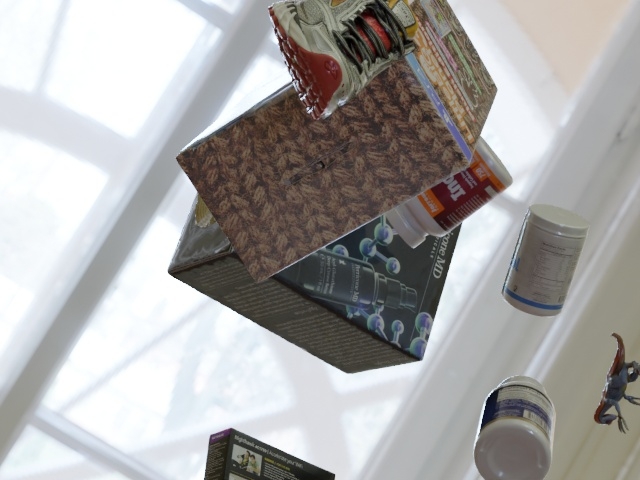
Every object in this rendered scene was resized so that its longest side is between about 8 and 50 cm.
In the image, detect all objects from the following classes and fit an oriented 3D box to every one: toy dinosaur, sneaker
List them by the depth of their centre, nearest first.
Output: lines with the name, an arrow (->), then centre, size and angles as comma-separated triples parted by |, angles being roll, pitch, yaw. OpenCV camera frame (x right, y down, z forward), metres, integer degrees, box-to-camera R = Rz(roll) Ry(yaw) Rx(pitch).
sneaker -> 0.021, -0.157, 1.014 | 0.225, 0.092, 0.088 | -72, 141, -66
toy dinosaur -> 0.301, 0.150, 1.387 | 0.047, 0.082, 0.090 | -4, 59, -49

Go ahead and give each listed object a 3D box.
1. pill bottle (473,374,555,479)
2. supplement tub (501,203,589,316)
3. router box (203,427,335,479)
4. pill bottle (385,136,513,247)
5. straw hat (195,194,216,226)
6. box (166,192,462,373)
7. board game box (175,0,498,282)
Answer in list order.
pill bottle -> 0.243, 0.232, 1.690 | 0.094, 0.094, 0.169 | 31, 22, 1
supplement tub -> 0.241, 0.022, 1.466 | 0.071, 0.107, 0.071 | 13, 18, -4
router box -> -0.064, 0.323, 1.668 | 0.179, 0.133, 0.046 | 31, -38, -33
pill bottle -> 0.157, -0.060, 1.704 | 0.086, 0.152, 0.086 | 49, 12, -14
straw hat -> -0.099, -0.071, 1.762 | 0.061, 0.144, 0.144 | 26, -8, 18
box -> 0.000, 0.000, 2.229 | 0.395, 0.293, 0.212 | 31, -27, -27
board game box -> 0.029, -0.116, 1.323 | 0.141, 0.232, 0.291 | 57, 21, -10
